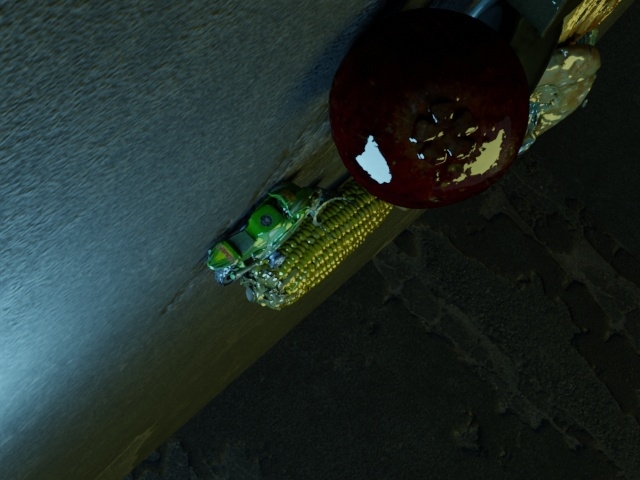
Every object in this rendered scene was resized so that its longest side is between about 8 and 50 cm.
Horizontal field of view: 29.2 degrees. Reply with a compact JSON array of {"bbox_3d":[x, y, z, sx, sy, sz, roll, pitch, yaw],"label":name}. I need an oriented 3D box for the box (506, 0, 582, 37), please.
[{"bbox_3d":[0.248,-0.341,1.133,0.184,0.143,0.273,-42,173,-22],"label":"box"}]

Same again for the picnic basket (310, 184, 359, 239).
[{"bbox_3d":[0.011,-0.050,1.860,0.065,0.083,0.083,-51,176,10],"label":"picnic basket"}]

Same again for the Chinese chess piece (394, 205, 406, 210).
[{"bbox_3d":[0.203,-0.168,2.265,0.251,0.097,0.251,-45,175,-5],"label":"Chinese chess piece"}]

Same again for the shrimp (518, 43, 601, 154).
[{"bbox_3d":[0.314,-0.210,2.028,0.247,0.085,0.360,-9,155,-40],"label":"shrimp"}]

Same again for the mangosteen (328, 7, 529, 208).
[{"bbox_3d":[0.109,-0.153,1.327,0.215,0.215,0.257,-45,-157,12],"label":"mangosteen"}]

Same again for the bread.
[{"bbox_3d":[0.405,-0.390,1.959,0.198,0.120,0.236,-47,173,16],"label":"bread"}]

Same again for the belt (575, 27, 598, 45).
[{"bbox_3d":[0.444,-0.357,2.376,0.082,0.147,0.163,-12,119,-75],"label":"belt"}]

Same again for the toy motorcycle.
[{"bbox_3d":[-0.070,-0.014,1.631,0.190,0.074,0.106,-42,165,-10],"label":"toy motorcycle"}]

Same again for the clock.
[{"bbox_3d":[0.186,-0.192,1.558,0.325,0.067,0.325,-54,-167,18],"label":"clock"}]

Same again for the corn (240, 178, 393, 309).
[{"bbox_3d":[0.000,0.000,2.013,0.318,0.115,0.115,-41,174,-25],"label":"corn"}]
